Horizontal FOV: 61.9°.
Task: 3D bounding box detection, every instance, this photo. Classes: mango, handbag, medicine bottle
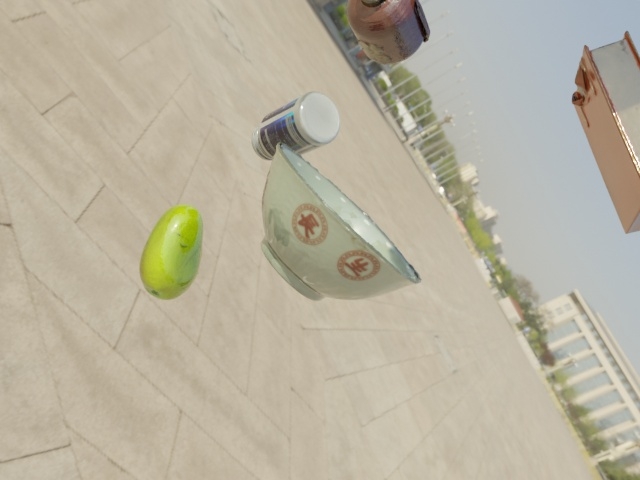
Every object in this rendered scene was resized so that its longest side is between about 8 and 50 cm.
[{"bbox_3d":[-0.251,0.020,0.899,0.117,0.089,0.163,-25,127,-70],"label":"mango"},{"bbox_3d":[0.338,-0.116,0.590,0.127,0.063,0.190,41,35,-63],"label":"handbag"},{"bbox_3d":[-0.058,-0.224,1.090,0.107,0.192,0.106,8,78,-38],"label":"medicine bottle"}]

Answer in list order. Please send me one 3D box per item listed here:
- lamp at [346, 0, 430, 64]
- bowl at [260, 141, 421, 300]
[{"bbox_3d":[0.162,-0.524,1.259,0.180,0.180,0.258,66,13,20],"label":"lamp"},{"bbox_3d":[0.000,0.000,0.927,0.337,0.157,0.337,43,10,-9],"label":"bowl"}]
